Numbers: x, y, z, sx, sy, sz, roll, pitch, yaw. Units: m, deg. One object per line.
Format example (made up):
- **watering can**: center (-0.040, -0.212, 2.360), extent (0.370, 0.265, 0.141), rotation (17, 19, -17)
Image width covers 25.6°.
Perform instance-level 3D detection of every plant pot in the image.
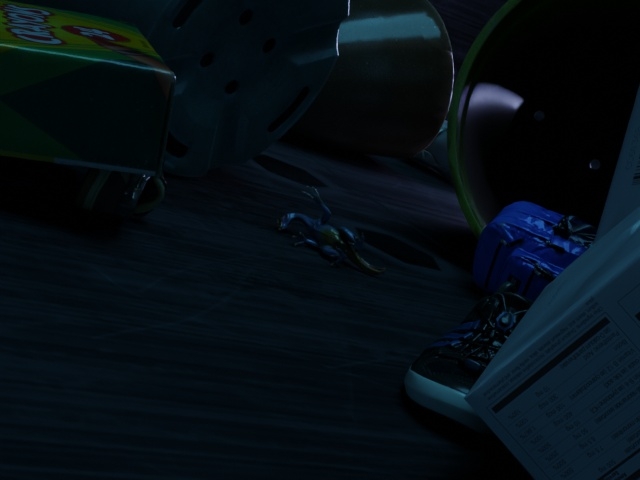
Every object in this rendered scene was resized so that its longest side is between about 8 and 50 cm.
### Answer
- **plant pot**: center (0.322, -0.099, 1.551), extent (0.366, 0.366, 0.353), rotation (24, 1, 5)
- **plant pot**: center (0.008, -0.207, 1.741), extent (0.230, 0.215, 0.215), rotation (-4, 26, -34)
- **plant pot**: center (-0.171, -0.250, 1.324), extent (0.334, 0.341, 0.341), rotation (40, 19, 31)

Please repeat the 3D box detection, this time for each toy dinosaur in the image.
- **toy dinosaur**: center (0.000, 0.000, 1.223), extent (0.082, 0.047, 0.090), rotation (26, -24, 55)

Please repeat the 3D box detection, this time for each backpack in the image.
- **backpack**: center (0.202, 0.022, 1.309), extent (0.120, 0.098, 0.101), rotation (29, 33, 20)

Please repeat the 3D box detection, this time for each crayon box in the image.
- **crayon box**: center (-0.278, -0.127, 1.002), extent (0.318, 0.081, 0.202), rotation (6, 17, -18)

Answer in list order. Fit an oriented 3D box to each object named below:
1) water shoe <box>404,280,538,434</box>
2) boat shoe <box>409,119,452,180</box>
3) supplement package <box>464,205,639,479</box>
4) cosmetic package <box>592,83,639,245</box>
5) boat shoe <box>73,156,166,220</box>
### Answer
- **water shoe**: center (0.111, 0.072, 0.969), extent (0.073, 0.080, 0.203), rotation (25, 12, 10)
- **boat shoe**: center (0.150, -0.132, 1.940), extent (0.081, 0.079, 0.227), rotation (5, 15, -28)
- **supplement package**: center (0.233, 0.050, 0.845), extent (0.145, 0.204, 0.262), rotation (49, 22, 3)
- **cosmetic package**: center (0.458, -0.019, 1.261), extent (0.385, 0.217, 0.156), rotation (21, -11, -21)
- **boat shoe**: center (-0.143, -0.041, 1.070), extent (0.049, 0.056, 0.152), rotation (33, 18, 1)
